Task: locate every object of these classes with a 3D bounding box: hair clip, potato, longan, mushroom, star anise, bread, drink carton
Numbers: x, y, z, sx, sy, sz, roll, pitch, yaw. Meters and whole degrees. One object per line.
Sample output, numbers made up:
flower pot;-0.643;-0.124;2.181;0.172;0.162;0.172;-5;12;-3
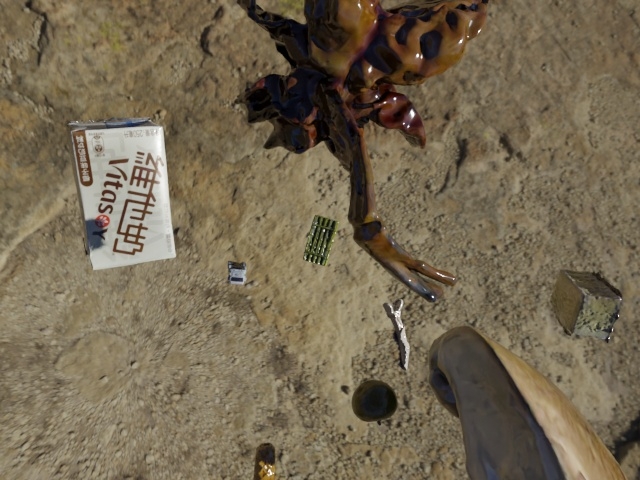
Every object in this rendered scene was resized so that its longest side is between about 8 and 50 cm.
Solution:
hair clip;0.244;0.284;1.666;0.072;0.034;0.225;-23;102;-40
potato;0.397;0.094;0.828;0.061;0.122;0.086;11;109;1
longan;0.088;0.266;0.885;0.075;0.075;0.083;-15;108;-22
mushroom;0.350;0.316;0.891;0.314;0.224;0.396;-2;65;-40
star anise;0.046;-0.114;0.457;0.238;0.148;0.345;-13;94;2
bread;-0.119;0.500;1.139;0.044;0.052;0.157;4;89;-4
drink carton;-0.454;-0.111;1.253;0.194;0.132;0.324;-10;112;-25

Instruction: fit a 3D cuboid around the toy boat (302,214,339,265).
toy boat;0.000;0.000;1.306;0.064;0.016;0.114;16;99;5

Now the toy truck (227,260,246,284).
toy truck;-0.239;0.094;1.554;0.052;0.123;0.062;5;96;-11
